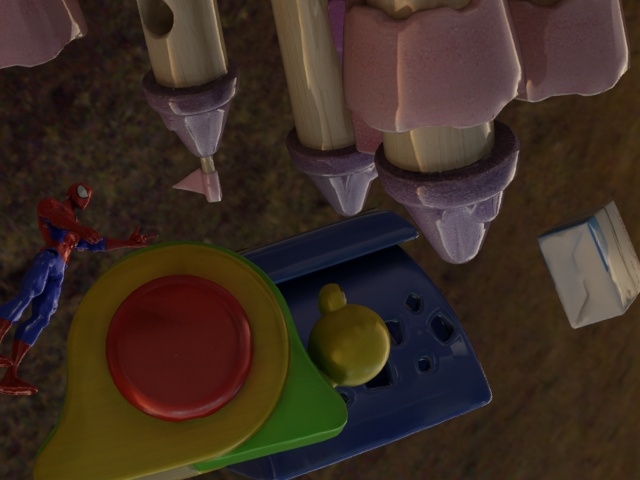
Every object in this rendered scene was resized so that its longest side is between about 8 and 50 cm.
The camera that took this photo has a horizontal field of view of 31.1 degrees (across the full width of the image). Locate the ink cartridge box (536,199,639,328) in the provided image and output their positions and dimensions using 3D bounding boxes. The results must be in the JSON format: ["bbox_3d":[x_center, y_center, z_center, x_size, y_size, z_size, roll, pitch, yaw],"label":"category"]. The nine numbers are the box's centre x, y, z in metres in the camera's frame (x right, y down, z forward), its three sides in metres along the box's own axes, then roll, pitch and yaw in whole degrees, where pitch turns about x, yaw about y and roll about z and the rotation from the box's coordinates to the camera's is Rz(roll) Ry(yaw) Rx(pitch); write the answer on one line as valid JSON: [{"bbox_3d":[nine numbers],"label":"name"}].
[{"bbox_3d":[0.301,0.019,1.250,0.060,0.104,0.180,-22,-179,27],"label":"ink cartridge box"}]

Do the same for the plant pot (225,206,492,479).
[{"bbox_3d":[-0.003,0.097,1.142,0.236,0.212,0.236,-19,179,-19],"label":"plant pot"}]

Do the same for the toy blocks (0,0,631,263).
[{"bbox_3d":[0.021,-0.124,0.552,0.309,0.288,0.260,-45,135,-42],"label":"toy blocks"}]

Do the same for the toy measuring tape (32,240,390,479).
[{"bbox_3d":[-0.128,0.073,0.568,0.330,0.121,0.121,-14,142,-6],"label":"toy measuring tape"}]

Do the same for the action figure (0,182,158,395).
[{"bbox_3d":[-0.285,0.039,1.330,0.091,0.139,0.280,69,23,-48],"label":"action figure"}]
